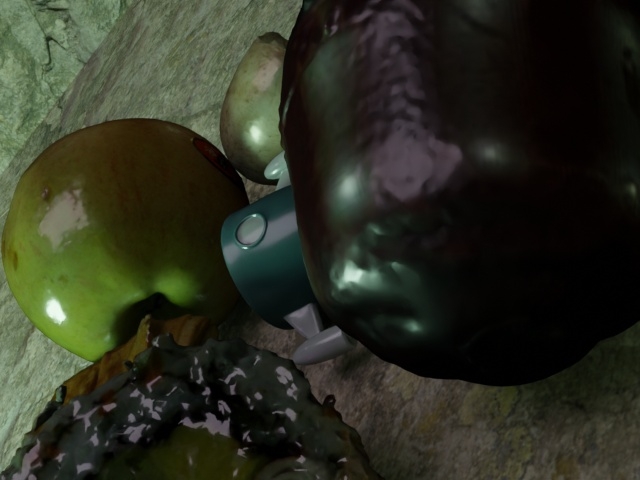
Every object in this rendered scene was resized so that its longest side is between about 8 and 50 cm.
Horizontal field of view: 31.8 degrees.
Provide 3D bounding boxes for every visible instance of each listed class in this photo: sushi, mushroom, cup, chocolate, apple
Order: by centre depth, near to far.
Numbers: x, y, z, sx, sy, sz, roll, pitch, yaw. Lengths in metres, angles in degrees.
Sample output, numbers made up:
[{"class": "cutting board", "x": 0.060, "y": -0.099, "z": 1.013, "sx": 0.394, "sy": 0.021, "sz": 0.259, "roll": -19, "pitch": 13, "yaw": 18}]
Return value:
[{"class": "chocolate", "x": 0.153, "y": -0.049, "z": 0.969, "sx": 0.384, "sy": 0.384, "sz": 0.331, "roll": -38, "pitch": 45, "yaw": 29}, {"class": "sushi", "x": -0.124, "y": 0.265, "z": 1.000, "sx": 0.418, "sy": 0.176, "sz": 0.417, "roll": -3, "pitch": 52, "yaw": 3}, {"class": "cup", "x": 0.000, "y": 0.000, "z": 1.318, "sx": 0.173, "sy": 0.167, "sz": 0.299, "roll": -28, "pitch": 53, "yaw": 26}, {"class": "mushroom", "x": -0.035, "y": -0.155, "z": 1.508, "sx": 0.189, "sy": 0.195, "sz": 0.254, "roll": -56, "pitch": -7, "yaw": 15}, {"class": "apple", "x": -0.250, "y": 0.007, "z": 1.516, "sx": 0.338, "sy": 0.338, "sz": 0.305, "roll": -44, "pitch": 35, "yaw": 20}]

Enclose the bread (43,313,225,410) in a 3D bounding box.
[{"class": "bread", "x": -0.223, "y": 0.275, "z": 1.337, "sx": 0.370, "sy": 0.191, "sz": 0.314, "roll": -35, "pitch": 34, "yaw": 40}]
